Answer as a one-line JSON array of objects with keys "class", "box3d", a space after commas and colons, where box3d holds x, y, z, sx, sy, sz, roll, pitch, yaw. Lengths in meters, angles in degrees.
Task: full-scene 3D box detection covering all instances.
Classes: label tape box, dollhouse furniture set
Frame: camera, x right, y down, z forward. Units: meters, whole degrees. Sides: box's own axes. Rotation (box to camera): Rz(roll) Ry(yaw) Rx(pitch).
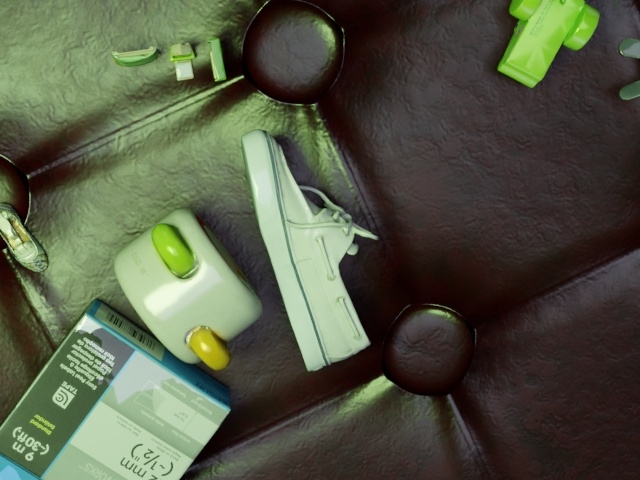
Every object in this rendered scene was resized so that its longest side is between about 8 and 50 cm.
[{"class": "label tape box", "box3d": [-0.329, 0.298, 1.326, 0.249, 0.115, 0.347, 36, 91, -11]}, {"class": "dollhouse furniture set", "box3d": [-0.211, -0.241, 1.274, 0.152, 0.076, 0.058, -9, 99, -7]}]

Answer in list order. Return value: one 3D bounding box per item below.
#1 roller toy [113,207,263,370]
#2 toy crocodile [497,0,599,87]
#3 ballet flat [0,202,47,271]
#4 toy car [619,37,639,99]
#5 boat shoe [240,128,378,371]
[{"class": "roller toy", "box3d": [-0.185, 0.068, 1.267, 0.146, 0.191, 0.209, -37, 105, -1]}, {"class": "toy crocodile", "box3d": [0.355, -0.386, 1.319, 0.115, 0.105, 0.340, 21, 100, -9]}, {"class": "ballet flat", "box3d": [-0.431, -0.001, 1.302, 0.041, 0.041, 0.114, -32, 102, -1]}, {"class": "toy car", "box3d": [0.527, -0.266, 1.325, 0.189, 0.149, 0.155, -4, 67, 30]}, {"class": "boat shoe", "box3d": [0.002, 0.003, 1.311, 0.157, 0.136, 0.366, -18, 104, -4]}]
